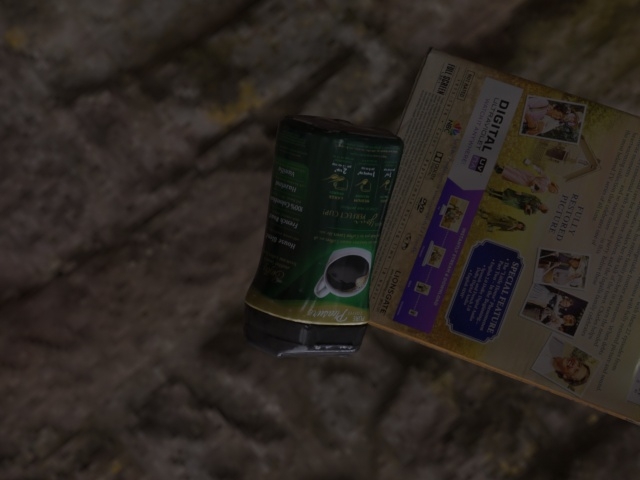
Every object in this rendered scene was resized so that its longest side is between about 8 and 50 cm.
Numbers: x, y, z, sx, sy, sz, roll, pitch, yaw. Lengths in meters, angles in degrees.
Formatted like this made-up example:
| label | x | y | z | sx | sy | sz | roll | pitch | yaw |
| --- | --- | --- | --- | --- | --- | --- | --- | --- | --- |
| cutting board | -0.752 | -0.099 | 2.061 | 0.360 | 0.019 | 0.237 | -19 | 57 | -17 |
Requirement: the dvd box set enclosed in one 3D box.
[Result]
| label | x | y | z | sx | sy | sz | roll | pitch | yaw |
| --- | --- | --- | --- | --- | --- | --- | --- | --- | --- |
| dvd box set | 0.256 | 0.004 | 1.764 | 0.062 | 0.420 | 0.307 | 39 | 71 | -75 |

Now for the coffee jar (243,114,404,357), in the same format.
| label | x | y | z | sx | sy | sz | roll | pitch | yaw |
| --- | --- | --- | --- | --- | --- | --- | --- | --- | --- |
| coffee jar | 0.000 | 0.000 | 1.286 | 0.096 | 0.184 | 0.079 | 4 | -169 | -42 |
